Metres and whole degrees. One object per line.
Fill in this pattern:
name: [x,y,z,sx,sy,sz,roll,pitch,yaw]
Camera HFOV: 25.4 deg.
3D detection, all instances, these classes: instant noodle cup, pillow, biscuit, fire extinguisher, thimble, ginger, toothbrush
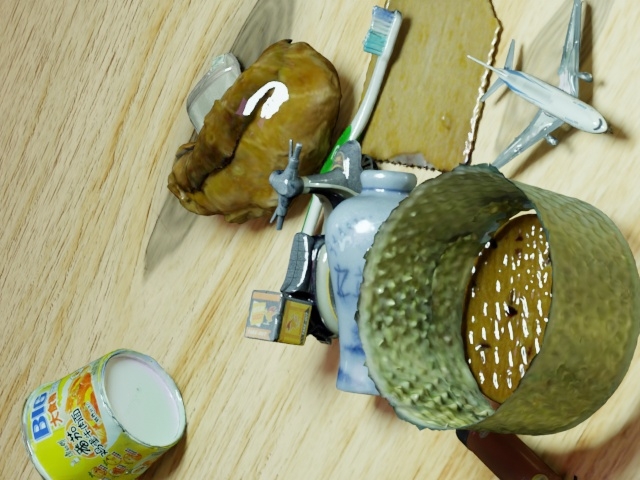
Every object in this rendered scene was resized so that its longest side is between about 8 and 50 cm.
instant noodle cup: [-0.297,0.252,2.010,0.153,0.205,0.205,-37,51,28]
pillow: [-0.135,-0.164,2.055,0.130,0.038,0.232,-46,48,28]
biscuit: [0.223,0.076,1.522,0.212,0.036,0.212,-18,66,48]
fire extinguisher: [0.210,0.235,1.478,0.062,0.050,0.177,-56,41,7]
biscuit: [0.128,-0.205,1.753,0.232,0.013,0.236,14,91,53]
thimble: [0.179,0.065,1.429,0.271,0.150,0.270,-16,69,47]
ginger: [-0.091,-0.120,1.878,0.321,0.165,0.172,-40,55,35]
toothbrush: [0.024,-0.099,1.824,0.042,0.040,0.417,-110,37,-70]

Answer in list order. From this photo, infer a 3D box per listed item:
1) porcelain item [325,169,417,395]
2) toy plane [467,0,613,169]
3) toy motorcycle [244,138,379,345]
porcelain item: [0.069,0.048,1.650,0.141,0.141,0.259,7,92,53]
toy plane: [0.247,-0.157,1.550,0.226,0.058,0.226,38,105,47]
toy motorcycle: [0.000,0.000,1.734,0.091,0.157,0.263,3,83,51]
